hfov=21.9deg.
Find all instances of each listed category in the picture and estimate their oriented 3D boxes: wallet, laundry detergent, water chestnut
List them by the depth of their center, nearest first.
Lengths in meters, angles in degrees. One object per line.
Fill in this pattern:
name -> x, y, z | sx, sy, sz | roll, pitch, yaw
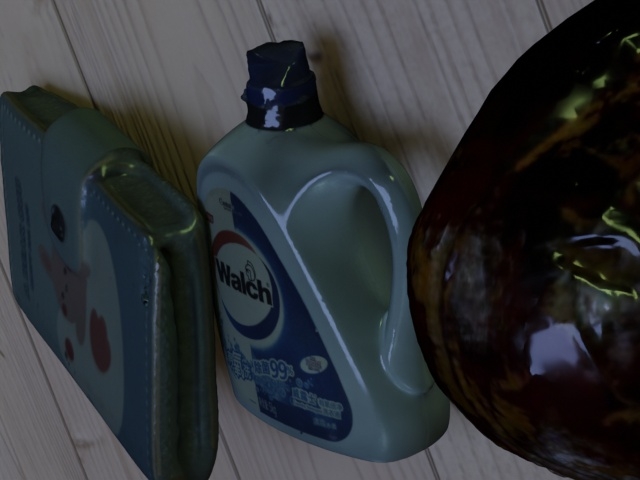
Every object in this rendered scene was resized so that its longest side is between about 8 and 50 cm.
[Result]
water chestnut -> 0.187, 0.014, 0.856 | 0.289, 0.289, 0.244 | 20, 152, 40
laundry detergent -> 0.000, 0.000, 1.164 | 0.215, 0.105, 0.280 | 20, 123, 48
wallet -> -0.178, 0.022, 1.345 | 0.360, 0.083, 0.252 | 39, 134, 51
